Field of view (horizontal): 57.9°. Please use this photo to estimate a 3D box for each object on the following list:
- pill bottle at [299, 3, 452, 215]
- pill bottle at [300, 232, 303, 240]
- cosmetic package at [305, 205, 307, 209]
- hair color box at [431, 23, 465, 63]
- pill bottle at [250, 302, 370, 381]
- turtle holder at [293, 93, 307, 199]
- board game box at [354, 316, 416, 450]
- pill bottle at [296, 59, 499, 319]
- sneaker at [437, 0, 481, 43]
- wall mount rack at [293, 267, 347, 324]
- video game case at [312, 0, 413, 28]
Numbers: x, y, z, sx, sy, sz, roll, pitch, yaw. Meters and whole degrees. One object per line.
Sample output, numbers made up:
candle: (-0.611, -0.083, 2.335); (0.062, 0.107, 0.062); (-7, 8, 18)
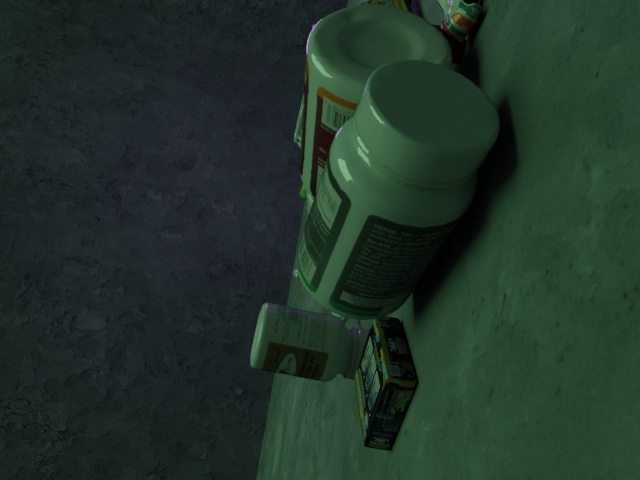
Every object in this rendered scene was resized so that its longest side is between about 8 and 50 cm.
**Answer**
pill bottle: (0.078, -0.181, 1.020); (0.392, 0.224, 0.223); (97, 180, -54)
pill bottle: (0.000, 0.000, 1.821); (0.221, 0.121, 0.121); (135, 147, -76)
cosmetic package: (0.052, -0.183, 1.671); (0.225, 0.138, 0.223); (-163, 86, -81)
hair color box: (0.203, -0.355, 1.029); (0.141, 0.072, 0.043); (-93, 16, -63)
pill bottle: (-0.014, 0.207, 1.139); (0.131, 0.230, 0.131); (-168, 90, -83)
turtle holder: (0.052, -0.260, 1.430); (0.320, 0.228, 0.243); (113, 167, -54)
board game box: (0.101, 0.226, 0.941); (0.170, 0.048, 0.140); (-93, 15, -64)
pill bottle: (0.096, -0.056, 0.828); (0.361, 0.204, 0.204); (111, 168, -51)
sneaker: (0.237, -0.396, 0.955); (0.075, 0.057, 0.161); (-46, 26, 44)
wall mount rack: (0.050, 0.051, 1.351); (0.304, 0.131, 0.349); (45, 127, 54)
video game case: (0.104, -0.505, 1.403); (0.274, 0.249, 0.035); (-93, -21, -48)
